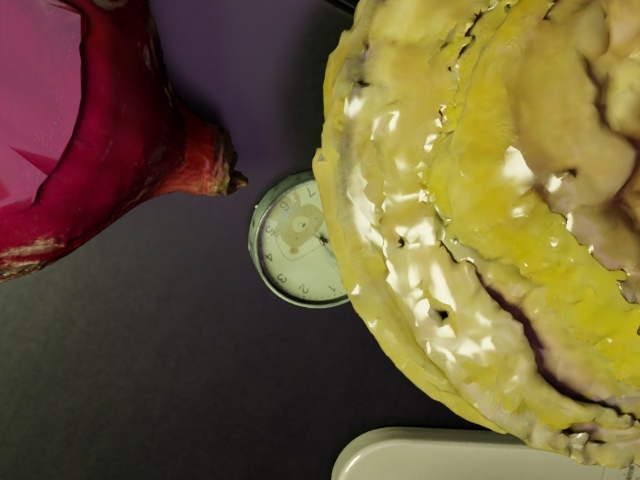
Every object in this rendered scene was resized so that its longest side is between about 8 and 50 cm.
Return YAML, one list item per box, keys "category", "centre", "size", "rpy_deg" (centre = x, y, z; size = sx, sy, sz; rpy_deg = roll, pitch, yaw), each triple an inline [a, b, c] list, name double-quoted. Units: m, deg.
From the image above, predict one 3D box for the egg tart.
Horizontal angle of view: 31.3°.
- category: "egg tart"
  centre: [0.173, -0.050, 0.575]
  size: [0.351, 0.150, 0.352]
  rpy_deg: [1, 86, -9]

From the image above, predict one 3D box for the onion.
- category: "onion"
  centre: [-0.132, -0.057, 0.570]
  size: [0.218, 0.140, 0.195]
  rpy_deg: [21, 99, -20]

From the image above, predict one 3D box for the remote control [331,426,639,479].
- category: "remote control"
  centre: [0.128, 0.163, 0.754]
  size: [0.244, 0.022, 0.077]
  rpy_deg: [4, 112, -12]

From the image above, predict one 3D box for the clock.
- category: "clock"
  centre: [0.000, 0.000, 0.670]
  size: [0.085, 0.017, 0.085]
  rpy_deg: [-4, 111, -9]
